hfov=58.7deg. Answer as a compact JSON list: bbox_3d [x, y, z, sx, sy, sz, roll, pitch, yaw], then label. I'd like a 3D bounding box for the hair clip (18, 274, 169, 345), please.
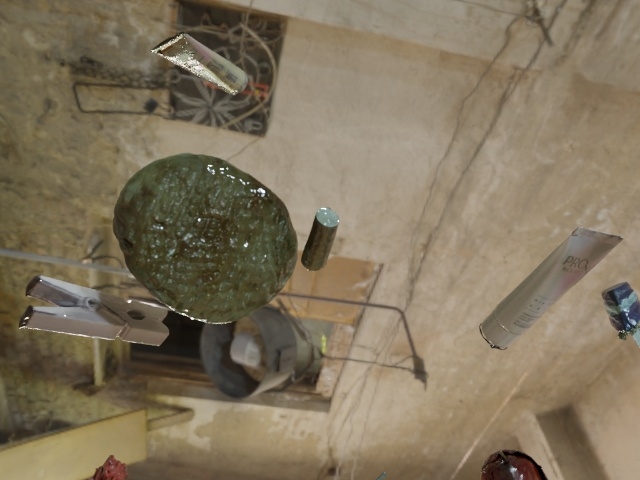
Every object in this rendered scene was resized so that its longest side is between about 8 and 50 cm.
[{"bbox_3d":[-0.522,0.176,1.343,0.085,0.330,0.101,-48,-139,26],"label":"hair clip"}]

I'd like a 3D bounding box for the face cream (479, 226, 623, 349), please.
[{"bbox_3d":[0.331,0.072,0.847,0.244,0.092,0.058,-59,-146,37],"label":"face cream"}]

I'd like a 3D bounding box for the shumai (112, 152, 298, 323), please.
[{"bbox_3d":[-0.263,-0.031,1.279,0.324,0.397,0.323,-52,-156,3],"label":"shumai"}]

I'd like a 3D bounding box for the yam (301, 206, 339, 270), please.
[{"bbox_3d":[0.000,0.000,1.122,0.054,0.054,0.132,-90,-167,-48],"label":"yam"}]

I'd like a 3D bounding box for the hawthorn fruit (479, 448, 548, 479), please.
[{"bbox_3d":[0.392,0.496,1.165,0.148,0.148,0.172,-127,-163,-80],"label":"hawthorn fruit"}]

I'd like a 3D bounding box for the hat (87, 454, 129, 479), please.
[{"bbox_3d":[-0.448,0.515,1.025,0.236,0.107,0.286,-32,-160,37],"label":"hat"}]

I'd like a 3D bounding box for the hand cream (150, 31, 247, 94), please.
[{"bbox_3d":[-0.159,-0.243,0.783,0.143,0.061,0.039,19,65,-56],"label":"hand cream"}]

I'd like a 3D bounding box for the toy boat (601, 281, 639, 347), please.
[{"bbox_3d":[0.654,0.228,1.139,0.220,0.067,0.291,-2,67,-60],"label":"toy boat"}]

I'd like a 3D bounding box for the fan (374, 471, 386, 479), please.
[{"bbox_3d":[0.073,0.558,1.227,0.113,0.175,0.005,54,-8,-3],"label":"fan"}]
